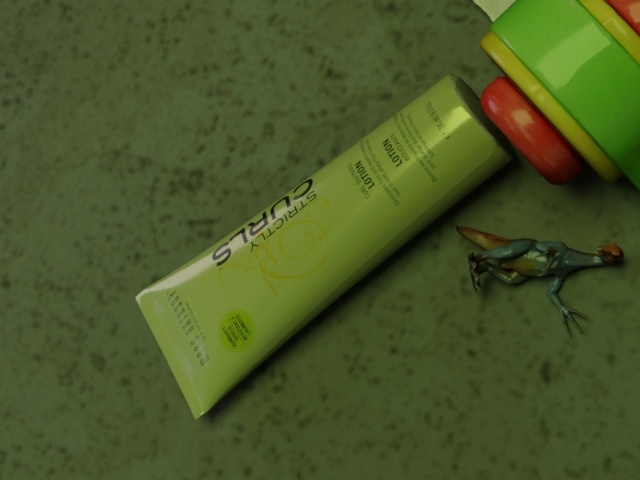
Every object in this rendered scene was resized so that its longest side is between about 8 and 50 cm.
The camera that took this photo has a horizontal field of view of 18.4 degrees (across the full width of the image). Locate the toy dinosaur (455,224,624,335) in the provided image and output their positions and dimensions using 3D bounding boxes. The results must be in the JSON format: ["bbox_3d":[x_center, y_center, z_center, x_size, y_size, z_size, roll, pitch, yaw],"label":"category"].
[{"bbox_3d":[0.122,0.005,1.083,0.082,0.047,0.090,-16,53,0],"label":"toy dinosaur"}]

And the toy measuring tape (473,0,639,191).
[{"bbox_3d":[0.110,-0.131,1.096,0.121,0.121,0.330,-42,59,6],"label":"toy measuring tape"}]

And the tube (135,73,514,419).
[{"bbox_3d":[0.000,0.000,1.135,0.240,0.062,0.070,-37,19,15],"label":"tube"}]
